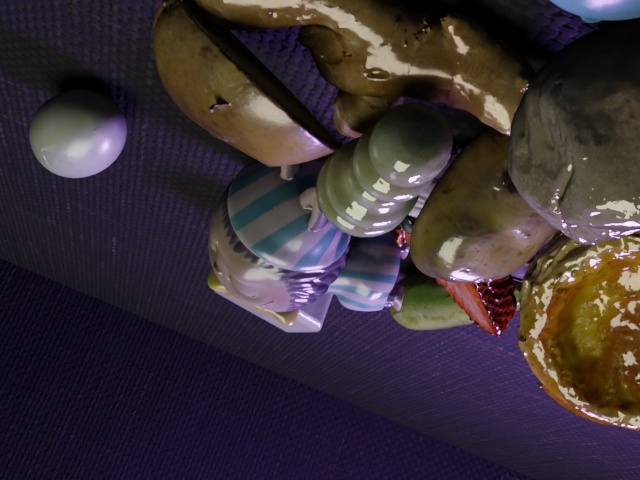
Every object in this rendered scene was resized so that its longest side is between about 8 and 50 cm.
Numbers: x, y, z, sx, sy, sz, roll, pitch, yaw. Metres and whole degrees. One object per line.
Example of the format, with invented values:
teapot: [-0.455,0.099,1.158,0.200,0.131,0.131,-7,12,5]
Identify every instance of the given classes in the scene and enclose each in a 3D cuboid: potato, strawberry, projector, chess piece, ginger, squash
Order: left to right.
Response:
potato: [-0.118,-0.186,1.171,0.299,0.116,0.239,46,-175,18]
projector: [-0.090,0.062,1.913,0.242,0.177,0.163,31,156,-29]
ginger: [0.068,-0.236,1.100,0.348,0.122,0.363,0,146,41]
chess piece: [0.086,-0.090,1.144,0.133,0.133,0.243,24,164,-8]
squash: [0.258,0.105,1.767,0.118,0.118,0.370,31,157,-25]
strawberry: [0.230,0.020,1.526,0.286,0.106,0.188,50,168,-18]
potato: [0.240,-0.061,1.208,0.191,0.141,0.296,20,124,-41]

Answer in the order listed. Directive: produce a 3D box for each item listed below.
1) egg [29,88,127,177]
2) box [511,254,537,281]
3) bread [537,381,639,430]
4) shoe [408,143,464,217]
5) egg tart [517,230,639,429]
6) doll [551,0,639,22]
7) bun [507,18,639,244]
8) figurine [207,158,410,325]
egg: [-0.419,-0.187,1.632,0.151,0.151,0.209,34,154,-33]
box: [0.323,0.025,1.578,0.084,0.060,0.063,17,152,13]
bread: [0.483,0.193,1.595,0.250,0.225,0.279,11,150,9]
shoe: [0.170,-0.093,1.360,0.245,0.138,0.095,43,-157,12]
egg tart: [0.469,0.094,1.325,0.387,0.169,0.388,11,122,18]
doll: [0.255,-0.284,0.724,0.177,0.141,0.314,-8,148,-8]
bun: [0.317,-0.119,0.947,0.205,0.281,0.281,62,156,2]
figurine: [0.000,0.000,1.526,0.361,0.267,0.378,9,170,-6]
